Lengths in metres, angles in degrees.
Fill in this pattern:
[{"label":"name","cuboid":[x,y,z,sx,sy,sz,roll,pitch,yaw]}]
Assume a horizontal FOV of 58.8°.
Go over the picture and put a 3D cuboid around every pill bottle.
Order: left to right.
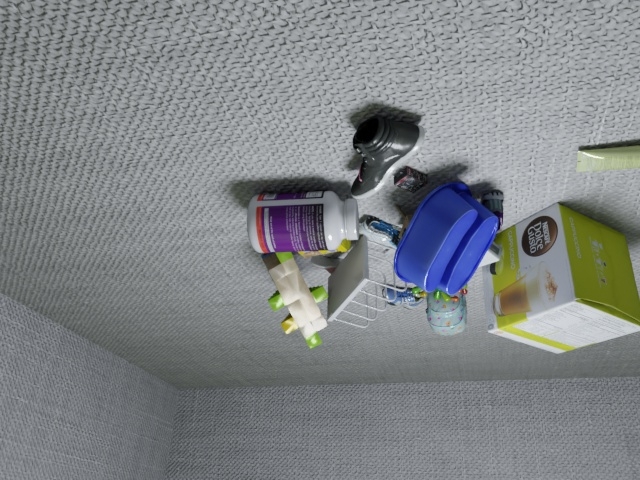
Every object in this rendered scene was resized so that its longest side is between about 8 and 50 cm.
[{"label":"pill bottle","cuboid":[-0.049,-0.057,1.716,0.322,0.182,0.181,-2,151,9]}]

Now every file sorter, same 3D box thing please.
[{"label":"file sorter","cuboid":[0.159,0.159,2.011,0.173,0.193,0.278,20,136,-18]}]

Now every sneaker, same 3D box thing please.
[{"label":"sneaker","cuboid":[0.022,0.096,2.125,0.134,0.051,0.070,6,146,-15]},{"label":"sneaker","cuboid":[0.126,-0.223,1.489,0.146,0.105,0.296,19,142,-24]},{"label":"sneaker","cuboid":[0.205,-0.019,1.895,0.190,0.071,0.083,28,150,-24]},{"label":"sneaker","cuboid":[0.336,0.225,2.322,0.211,0.080,0.081,14,145,-39]},{"label":"sneaker","cuboid":[0.523,-0.053,1.759,0.083,0.098,0.224,-3,151,10]}]

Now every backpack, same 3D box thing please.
[{"label":"backpack","cuboid":[0.503,0.278,2.276,0.165,0.189,0.144,-5,151,16]}]

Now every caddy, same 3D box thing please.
[{"label":"caddy","cuboid":[0.357,-0.003,1.675,0.241,0.179,0.341,11,112,-42]}]

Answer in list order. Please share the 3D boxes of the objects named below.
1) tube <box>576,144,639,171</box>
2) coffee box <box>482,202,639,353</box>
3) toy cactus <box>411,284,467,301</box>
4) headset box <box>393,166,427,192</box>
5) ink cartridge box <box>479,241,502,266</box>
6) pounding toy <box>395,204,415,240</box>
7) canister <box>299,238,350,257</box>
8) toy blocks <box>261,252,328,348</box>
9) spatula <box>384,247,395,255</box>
[{"label":"tube","cuboid":[0.801,-0.218,1.485,0.240,0.062,0.070,-3,108,21]},{"label":"coffee box","cuboid":[0.768,0.135,1.835,0.338,0.338,0.334,20,147,-26]},{"label":"toy cactus","cuboid":[0.461,0.154,2.173,0.218,0.112,0.181,2,133,6]},{"label":"headset box","cuboid":[0.255,-0.175,1.629,0.083,0.032,0.062,19,147,-26]},{"label":"ink cartridge box","cuboid":[0.458,0.028,1.907,0.189,0.066,0.232,33,154,-17]},{"label":"pounding toy","cuboid":[0.306,-0.041,1.813,0.141,0.100,0.130,-6,144,-12]},{"label":"canister","cuboid":[0.000,0.000,1.931,0.169,0.073,0.126,-12,148,27]},{"label":"toy blocks","cuboid":[-0.105,0.169,2.068,0.190,0.261,0.381,-28,109,-6]},{"label":"spatula","cuboid":[0.331,0.010,1.983,0.168,0.019,0.242,9,153,-21]}]
